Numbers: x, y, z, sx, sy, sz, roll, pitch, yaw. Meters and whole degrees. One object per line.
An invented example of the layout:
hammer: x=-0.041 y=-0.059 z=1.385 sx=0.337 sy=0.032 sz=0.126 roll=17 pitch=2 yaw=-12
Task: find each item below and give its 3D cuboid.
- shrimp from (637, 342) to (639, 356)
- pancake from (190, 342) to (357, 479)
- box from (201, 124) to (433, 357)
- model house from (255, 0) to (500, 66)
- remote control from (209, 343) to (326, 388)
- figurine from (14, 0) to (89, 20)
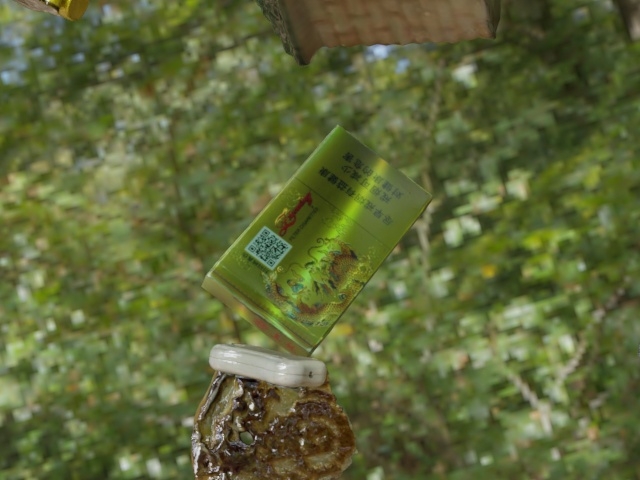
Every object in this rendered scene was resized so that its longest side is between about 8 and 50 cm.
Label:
shrimp: x=0.473 y=0.111 z=2.015 sx=0.174 sy=0.082 sz=0.076 roll=-14 pitch=-49 yaw=-46
pancake: x=-0.082 y=0.235 z=1.968 sx=0.257 sy=0.212 sz=0.056 roll=-29 pitch=-11 yaw=-33
box: x=0.000 y=0.000 z=2.138 sx=0.311 sy=0.173 sz=0.043 roll=-51 pitch=-5 yaw=-30
model house: x=-0.005 y=-0.459 z=1.872 sx=0.400 sy=0.395 sz=0.445 roll=-5 pitch=-32 yaw=14
remote control: x=-0.055 y=0.131 z=1.660 sx=0.122 sy=0.032 sz=0.074 roll=8 pitch=1 yaw=40
figurine: x=-0.262 y=-0.314 z=1.619 sx=0.109 sy=0.129 sz=0.178 roll=24 pitch=-71 yaw=-25
